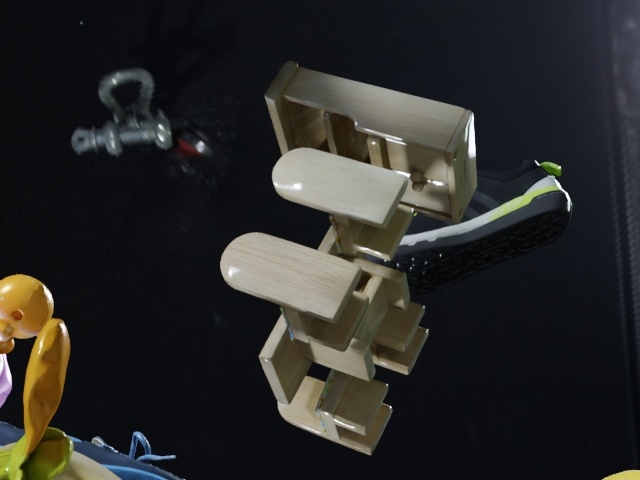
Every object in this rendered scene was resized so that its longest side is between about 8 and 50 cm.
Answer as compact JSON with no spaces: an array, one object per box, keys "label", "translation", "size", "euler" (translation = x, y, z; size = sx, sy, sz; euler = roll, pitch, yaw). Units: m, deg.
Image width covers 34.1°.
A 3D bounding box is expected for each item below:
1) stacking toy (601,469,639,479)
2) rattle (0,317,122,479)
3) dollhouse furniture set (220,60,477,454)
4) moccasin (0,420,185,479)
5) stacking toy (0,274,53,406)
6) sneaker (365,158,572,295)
[{"label":"stacking toy","translation":[0.204,0.132,0.335],"size":[0.130,0.309,0.280],"euler":[35,-84,-6]},{"label":"rattle","translation":[-0.120,0.165,0.678],"size":[0.199,0.130,0.143],"euler":[32,-94,15]},{"label":"dollhouse furniture set","translation":[0.000,0.000,0.803],"size":[0.161,0.212,0.242],"euler":[18,-119,21]},{"label":"moccasin","translation":[-0.244,0.252,1.105],"size":[0.341,0.117,0.138],"euler":[25,-80,-11]},{"label":"stacking toy","translation":[-0.329,0.121,0.873],"size":[0.302,0.166,0.175],"euler":[-40,-76,20]},{"label":"sneaker","translation":[0.140,-0.019,1.062],"size":[0.234,0.097,0.084],"euler":[-17,-37,-4]}]
